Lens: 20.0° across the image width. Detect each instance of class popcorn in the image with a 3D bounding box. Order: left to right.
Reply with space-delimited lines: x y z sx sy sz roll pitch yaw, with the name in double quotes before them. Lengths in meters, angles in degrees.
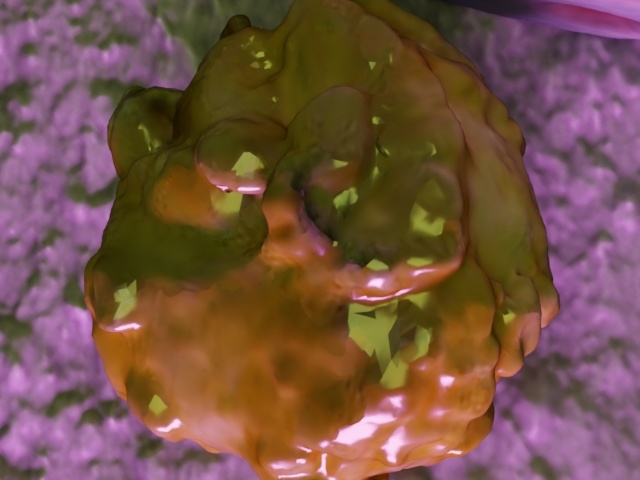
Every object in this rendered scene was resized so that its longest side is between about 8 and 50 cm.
"popcorn" 0.000 0.000 0.888 0.233 0.192 0.266 -52 57 20

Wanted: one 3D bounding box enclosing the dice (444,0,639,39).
"dice" 0.107 -0.244 0.823 0.268 0.262 0.264 14 91 11
